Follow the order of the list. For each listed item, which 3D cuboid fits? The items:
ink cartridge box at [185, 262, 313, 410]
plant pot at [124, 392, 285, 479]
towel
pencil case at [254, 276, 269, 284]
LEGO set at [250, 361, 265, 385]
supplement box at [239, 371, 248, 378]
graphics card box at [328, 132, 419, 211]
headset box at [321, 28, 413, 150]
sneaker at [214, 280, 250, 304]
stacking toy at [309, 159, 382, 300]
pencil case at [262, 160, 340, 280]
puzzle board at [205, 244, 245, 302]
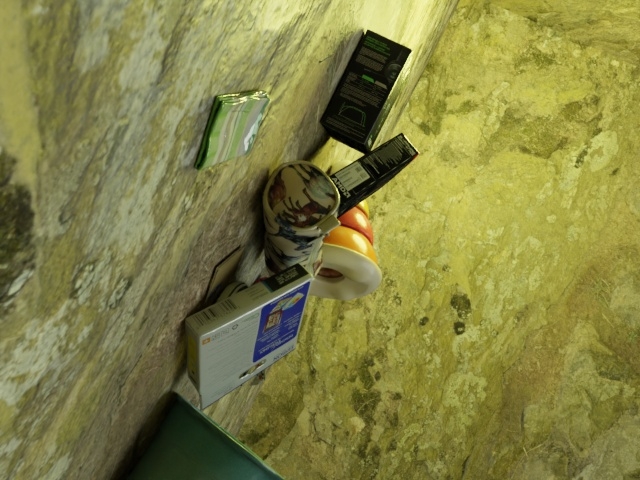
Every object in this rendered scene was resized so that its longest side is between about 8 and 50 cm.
[{"bbox_3d":[-0.170,0.226,1.165,0.304,0.072,0.307,-27,148,-35],"label":"ink cartridge box"},{"bbox_3d":[-0.318,0.599,1.150,0.334,0.341,0.341,-50,169,-22],"label":"plant pot"},{"bbox_3d":[-0.127,-0.165,0.731,0.113,0.023,0.152,-66,172,25],"label":"towel"},{"bbox_3d":[-0.192,0.215,1.496,0.098,0.095,0.209,-8,127,-53],"label":"pencil case"},{"bbox_3d":[-0.213,0.360,1.642,0.244,0.060,0.182,-129,-143,-74],"label":"LEGO set"},{"bbox_3d":[-0.284,0.437,1.678,0.056,0.083,0.083,-54,169,-50],"label":"supplement box"},{"bbox_3d":[0.102,-0.161,1.432,0.371,0.094,0.233,-37,178,-37],"label":"graphics card box"},{"bbox_3d":[0.134,-0.398,1.343,0.283,0.131,0.246,-63,174,5],"label":"headset box"},{"bbox_3d":[-0.184,0.186,1.276,0.126,0.127,0.321,-61,172,-3],"label":"sneaker"},{"bbox_3d":[0.052,-0.067,1.666,0.350,0.351,0.479,106,-5,-61],"label":"stacking toy"},{"bbox_3d":[-0.056,-0.014,1.195,0.160,0.183,0.410,-23,161,-15],"label":"pencil case"},{"bbox_3d":[-0.211,0.071,1.084,0.096,0.011,0.128,-65,173,27],"label":"puzzle board"}]
